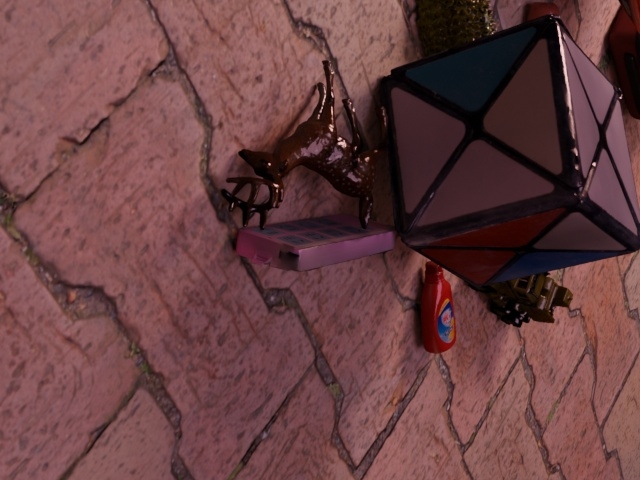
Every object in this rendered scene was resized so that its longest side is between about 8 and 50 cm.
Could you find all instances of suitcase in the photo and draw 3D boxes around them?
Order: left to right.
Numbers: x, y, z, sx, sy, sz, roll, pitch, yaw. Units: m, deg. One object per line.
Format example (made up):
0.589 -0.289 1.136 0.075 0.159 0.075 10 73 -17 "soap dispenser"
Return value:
0.764 -0.419 2.509 0.236 0.161 0.297 -60 142 -24 "suitcase"

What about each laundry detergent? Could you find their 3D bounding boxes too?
0.208 0.110 1.985 0.097 0.049 0.165 -37 128 -52 "laundry detergent"

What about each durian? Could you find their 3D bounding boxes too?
0.227 -0.362 1.831 0.137 0.096 0.220 -46 128 -39 "durian"

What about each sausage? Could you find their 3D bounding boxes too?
0.412 -0.368 2.114 0.062 0.062 0.154 -6 105 -54 "sausage"

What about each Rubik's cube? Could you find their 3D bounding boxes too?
0.293 -0.127 1.752 0.307 0.305 0.310 28 54 -52 "Rubik's cube"

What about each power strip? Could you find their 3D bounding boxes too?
0.000 0.000 1.603 0.279 0.109 0.037 -11 113 -53 "power strip"

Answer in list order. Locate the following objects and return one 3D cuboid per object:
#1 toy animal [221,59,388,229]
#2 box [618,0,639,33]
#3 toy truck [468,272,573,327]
-0.002 -0.112 1.555 0.244 0.087 0.259 26 64 -30 "toy animal"
0.661 -0.619 2.069 0.348 0.319 0.256 53 13 -56 "box"
0.382 0.079 2.159 0.257 0.127 0.127 38 70 -49 "toy truck"
